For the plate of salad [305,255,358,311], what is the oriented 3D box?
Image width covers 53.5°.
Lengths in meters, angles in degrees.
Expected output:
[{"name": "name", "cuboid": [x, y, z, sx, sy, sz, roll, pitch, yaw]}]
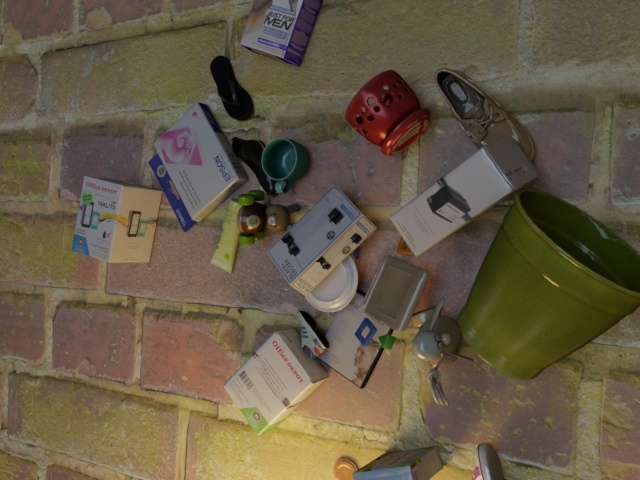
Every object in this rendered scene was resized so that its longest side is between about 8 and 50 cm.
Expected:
[{"name": "plate of salad", "cuboid": [0.028, 0.112, 1.878, 0.200, 0.048, 0.199, -1, 87, 31]}]

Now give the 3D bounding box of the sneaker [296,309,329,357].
[{"name": "sneaker", "cuboid": [-0.042, 0.285, 1.925, 0.075, 0.057, 0.161, -47, 56, 14]}]

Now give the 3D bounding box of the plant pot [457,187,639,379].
[{"name": "plant pot", "cuboid": [0.513, 0.126, 1.492, 0.366, 0.366, 0.353, 44, 121, 23]}]

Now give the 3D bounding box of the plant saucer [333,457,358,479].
[{"name": "plant saucer", "cuboid": [0.075, 0.692, 1.891, 0.084, 0.013, 0.083, -1, 89, 30]}]

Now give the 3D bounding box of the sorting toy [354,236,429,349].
[{"name": "sorting toy", "cuboid": [0.213, 0.146, 1.769, 0.196, 0.047, 0.347, 24, 90, 57]}]

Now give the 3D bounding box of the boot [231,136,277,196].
[{"name": "boot", "cuboid": [-0.210, -0.231, 1.998, 0.077, 0.137, 0.197, -33, 75, 24]}]

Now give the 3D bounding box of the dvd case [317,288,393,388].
[{"name": "dvd case", "cuboid": [0.107, 0.284, 1.876, 0.180, 0.022, 0.253, 31, 104, 26]}]

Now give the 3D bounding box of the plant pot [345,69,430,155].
[{"name": "plant pot", "cuboid": [0.191, -0.342, 1.751, 0.191, 0.191, 0.174, -44, 77, 21]}]

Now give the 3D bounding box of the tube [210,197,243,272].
[{"name": "tube", "cuboid": [-0.299, -0.018, 2.092, 0.070, 0.062, 0.240, -130, 55, -65]}]

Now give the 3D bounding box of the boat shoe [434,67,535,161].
[{"name": "boat shoe", "cuboid": [0.417, -0.318, 1.661, 0.121, 0.110, 0.341, -48, 68, 20]}]

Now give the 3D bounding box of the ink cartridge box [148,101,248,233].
[{"name": "ink cartridge box", "cuboid": [-0.444, -0.245, 2.171, 0.330, 0.071, 0.324, -38, 72, 22]}]

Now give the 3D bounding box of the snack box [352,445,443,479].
[{"name": "snack box", "cuboid": [0.211, 0.618, 1.704, 0.175, 0.207, 0.070, -19, 80, 29]}]

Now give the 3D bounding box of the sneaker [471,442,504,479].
[{"name": "sneaker", "cuboid": [0.399, 0.674, 1.661, 0.161, 0.102, 0.282, -10, 84, 32]}]

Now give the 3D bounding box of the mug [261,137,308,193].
[{"name": "mug", "cuboid": [-0.110, -0.236, 1.964, 0.129, 0.097, 0.157, 42, 109, 23]}]

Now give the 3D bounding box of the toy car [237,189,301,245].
[{"name": "toy car", "cuboid": [-0.151, -0.067, 1.970, 0.188, 0.149, 0.155, 6, 105, 17]}]

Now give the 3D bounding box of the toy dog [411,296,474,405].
[{"name": "toy dog", "cuboid": [0.324, 0.247, 1.617, 0.161, 0.333, 0.220, -24, 103, 10]}]

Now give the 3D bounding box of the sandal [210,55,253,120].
[{"name": "sandal", "cuboid": [-0.308, -0.501, 2.105, 0.097, 0.054, 0.254, -37, 72, 24]}]

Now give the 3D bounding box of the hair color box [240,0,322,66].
[{"name": "hair color box", "cuboid": [-0.103, -0.735, 1.966, 0.185, 0.110, 0.338, 25, 100, 28]}]

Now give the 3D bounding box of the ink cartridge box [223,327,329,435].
[{"name": "ink cartridge box", "cuboid": [-0.137, 0.432, 1.957, 0.273, 0.115, 0.198, -47, 69, 21]}]

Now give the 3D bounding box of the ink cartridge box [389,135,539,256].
[{"name": "ink cartridge box", "cuboid": [0.358, -0.113, 1.584, 0.307, 0.223, 0.129, -38, 82, 36]}]

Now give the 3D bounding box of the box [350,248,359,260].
[{"name": "box", "cuboid": [0.054, 0.039, 1.907, 0.136, 0.028, 0.081, -23, 79, 25]}]

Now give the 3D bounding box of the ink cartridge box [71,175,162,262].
[{"name": "ink cartridge box", "cuboid": [-0.718, -0.074, 2.246, 0.198, 0.197, 0.270, 14, 95, 28]}]

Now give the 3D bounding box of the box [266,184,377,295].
[{"name": "box", "cuboid": [0.000, 0.000, 1.837, 0.290, 0.087, 0.169, -44, 47, 6]}]
